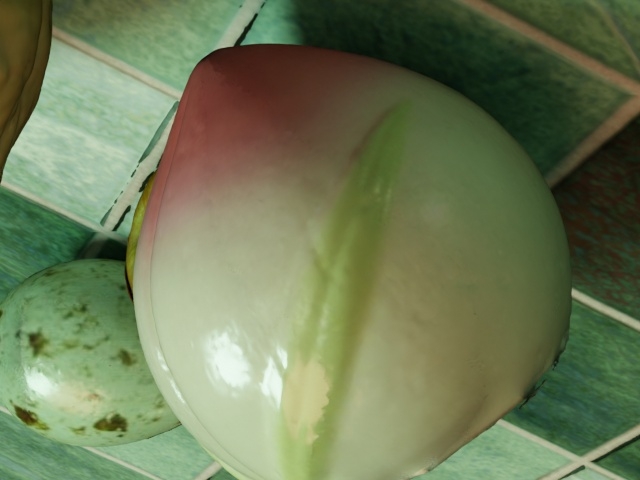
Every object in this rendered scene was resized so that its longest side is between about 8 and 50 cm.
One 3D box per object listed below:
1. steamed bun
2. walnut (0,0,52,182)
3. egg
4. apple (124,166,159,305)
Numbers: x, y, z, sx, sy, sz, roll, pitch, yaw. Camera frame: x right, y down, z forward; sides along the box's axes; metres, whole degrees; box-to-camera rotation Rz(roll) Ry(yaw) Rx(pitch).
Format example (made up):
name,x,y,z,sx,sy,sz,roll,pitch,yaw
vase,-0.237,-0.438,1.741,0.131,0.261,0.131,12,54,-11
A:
name,x,y,z,sx,sy,sz,roll,pitch,yaw
steamed bun,0.000,0.000,1.064,0.309,0.309,0.309,14,149,9
walnut,-0.347,-0.121,0.990,0.381,0.381,0.381,14,149,9
egg,-0.184,0.100,1.427,0.231,0.169,0.169,0,147,5
apple,-0.074,0.010,1.267,0.147,0.163,0.146,10,170,-28
